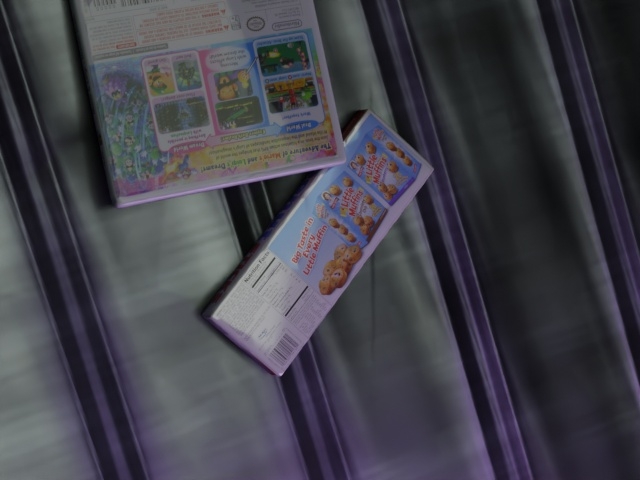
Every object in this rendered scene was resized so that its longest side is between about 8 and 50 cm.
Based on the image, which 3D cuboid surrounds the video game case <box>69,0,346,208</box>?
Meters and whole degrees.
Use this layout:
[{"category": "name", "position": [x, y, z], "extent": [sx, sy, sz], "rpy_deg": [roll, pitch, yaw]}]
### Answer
[{"category": "video game case", "position": [-0.071, -0.104, 1.118], "extent": [0.157, 0.019, 0.143], "rpy_deg": [-12, 90, -20]}]

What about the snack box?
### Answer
[{"category": "snack box", "position": [0.000, 0.000, 1.158], "extent": [0.064, 0.022, 0.178], "rpy_deg": [41, 75, -16]}]
